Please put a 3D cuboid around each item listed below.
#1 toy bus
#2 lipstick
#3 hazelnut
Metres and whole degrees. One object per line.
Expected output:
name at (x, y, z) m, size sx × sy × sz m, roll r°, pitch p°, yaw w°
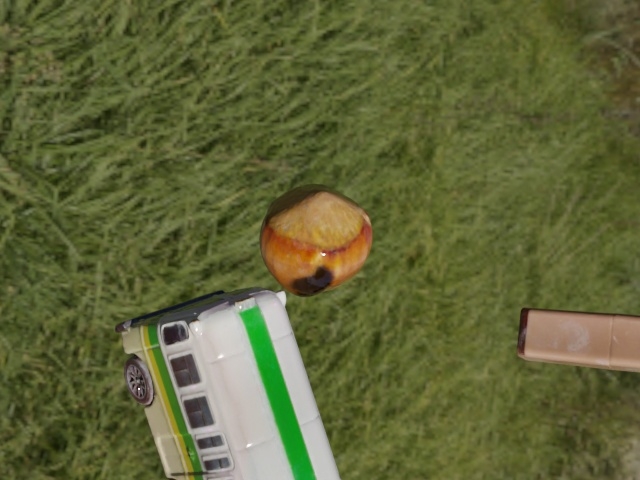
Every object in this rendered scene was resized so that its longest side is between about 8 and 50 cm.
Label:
toy bus at (-0.083, 0.205, 1.108) m, size 0.143 × 0.179 × 0.305 m, roll -17°, pitch 89°, yaw -39°
lipstick at (0.241, 0.084, 0.864) m, size 0.045 × 0.145 × 0.045 m, roll 33°, pitch 62°, yaw -63°
hazelnut at (0.000, 0.000, 1.581) m, size 0.182 × 0.182 × 0.182 m, roll -17°, pitch 109°, yaw -60°
